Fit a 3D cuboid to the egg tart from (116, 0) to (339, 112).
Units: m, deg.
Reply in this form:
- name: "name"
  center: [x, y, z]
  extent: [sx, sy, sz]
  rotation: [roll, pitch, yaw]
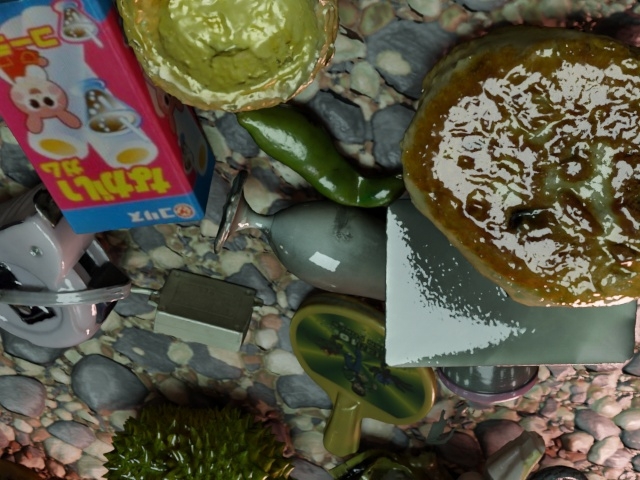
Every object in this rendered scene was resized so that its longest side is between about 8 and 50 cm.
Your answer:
- name: "egg tart"
  center: [-0.081, -0.216, 1.057]
  extent: [0.213, 0.090, 0.212]
  rotation: [5, 133, 5]

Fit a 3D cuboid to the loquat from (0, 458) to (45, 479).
- name: "loquat"
  center: [-0.503, 0.453, 1.735]
  extent: [0.263, 0.263, 0.263]
  rotation: [7, 136, 7]

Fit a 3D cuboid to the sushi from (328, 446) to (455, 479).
- name: "sushi"
  center: [0.143, 0.378, 1.589]
  extent: [0.291, 0.131, 0.139]
  rotation: [39, 131, -11]

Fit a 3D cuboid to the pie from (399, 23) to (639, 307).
- name: "pie"
  center: [0.234, -0.065, 1.099]
  extent: [0.315, 0.092, 0.315]
  rotation: [6, 120, 10]

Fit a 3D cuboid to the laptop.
- name: "laptop"
  center: [0.201, 0.044, 1.225]
  extent: [0.269, 0.015, 0.187]
  rotation: [-1, 108, -1]

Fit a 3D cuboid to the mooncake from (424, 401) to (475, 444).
- name: "mooncake"
  center: [0.275, 0.308, 1.544]
  extent: [0.347, 0.057, 0.150]
  rotation: [18, 113, -16]

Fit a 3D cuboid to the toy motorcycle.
- name: "toy motorcycle"
  center: [0.177, 0.378, 1.480]
  extent: [0.341, 0.108, 0.223]
  rotation: [-44, 114, 11]

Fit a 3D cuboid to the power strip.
- name: "power strip"
  center: [-0.159, 0.078, 1.393]
  extent: [0.175, 0.075, 0.042]
  rotation: [15, 136, 0]

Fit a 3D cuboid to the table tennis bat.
- name: "table tennis bat"
  center: [0.044, 0.177, 1.439]
  extent: [0.198, 0.050, 0.321]
  rotation: [30, 144, 14]

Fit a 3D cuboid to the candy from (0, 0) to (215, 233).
- name: "candy"
  center: [-0.228, -0.145, 1.157]
  extent: [0.157, 0.100, 0.306]
  rotation: [-7, 134, 16]

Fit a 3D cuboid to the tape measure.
- name: "tape measure"
  center: [-0.329, 0.037, 1.361]
  extent: [0.236, 0.120, 0.197]
  rotation: [-17, 122, 38]

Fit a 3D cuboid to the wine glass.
- name: "wine glass"
  center: [0.000, 0.000, 1.253]
  extent: [0.222, 0.103, 0.103]
  rotation: [17, 136, -10]

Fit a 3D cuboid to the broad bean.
- name: "broad bean"
  center: [-0.009, -0.091, 1.201]
  extent: [0.214, 0.048, 0.070]
  rotation: [27, 128, -18]

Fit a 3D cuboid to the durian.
- name: "durian"
  center: [-0.150, 0.338, 1.564]
  extent: [0.291, 0.225, 0.291]
  rotation: [35, 144, 31]

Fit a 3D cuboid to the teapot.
- name: "teapot"
  center: [0.182, 0.093, 1.320]
  extent: [0.116, 0.148, 0.146]
  rotation: [-16, 125, -21]
